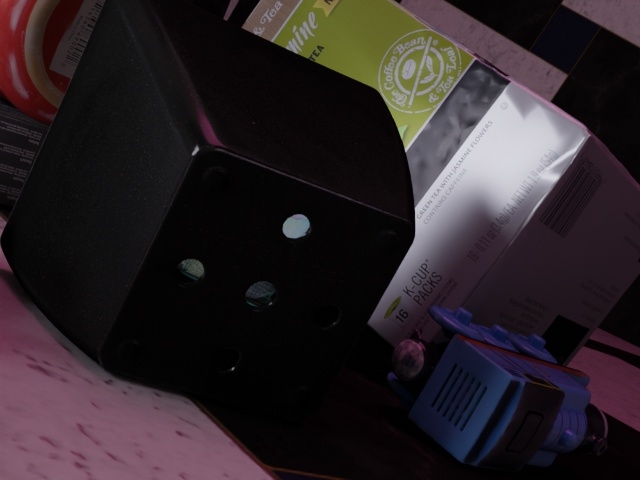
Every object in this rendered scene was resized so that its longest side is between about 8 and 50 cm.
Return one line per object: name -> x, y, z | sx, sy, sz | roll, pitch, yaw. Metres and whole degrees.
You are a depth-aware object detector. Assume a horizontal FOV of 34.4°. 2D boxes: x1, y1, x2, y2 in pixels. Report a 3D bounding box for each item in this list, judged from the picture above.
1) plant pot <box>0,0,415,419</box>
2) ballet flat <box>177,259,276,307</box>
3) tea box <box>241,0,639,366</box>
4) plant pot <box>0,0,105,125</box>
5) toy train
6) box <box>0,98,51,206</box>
plant pot -> -0.053, -0.007, 0.578 | 0.188, 0.187, 0.167 | 20, 18, -28
ballet flat -> -0.114, -0.003, 0.846 | 0.188, 0.070, 0.070 | 21, 5, -10
tea box -> 0.099, -0.050, 0.940 | 0.323, 0.220, 0.329 | 39, 8, 29
plant pot -> -0.222, -0.195, 0.856 | 0.174, 0.191, 0.191 | 36, 12, 35
toy train -> 0.124, 0.106, 0.693 | 0.184, 0.080, 0.105 | 21, 13, -46
box -> -0.329, -0.103, 0.895 | 0.242, 0.076, 0.307 | 26, 6, 36
